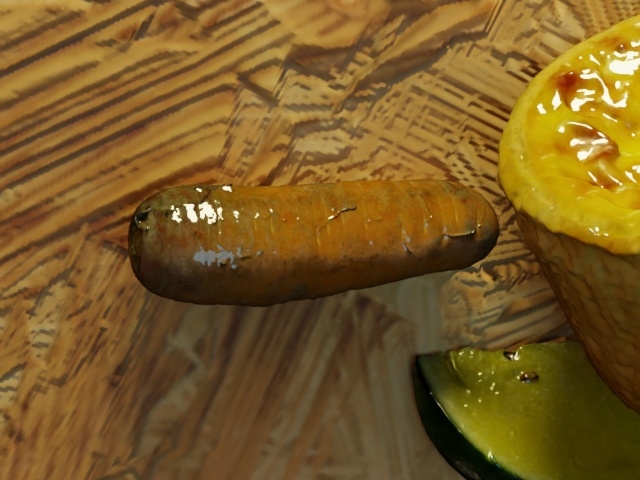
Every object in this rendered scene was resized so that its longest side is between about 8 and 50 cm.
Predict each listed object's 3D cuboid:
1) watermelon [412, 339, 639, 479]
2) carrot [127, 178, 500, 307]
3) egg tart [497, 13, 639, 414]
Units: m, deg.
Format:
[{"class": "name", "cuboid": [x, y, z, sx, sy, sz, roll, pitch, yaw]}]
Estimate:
[{"class": "watermelon", "cuboid": [0.140, 0.102, 0.959, 0.181, 0.075, 0.092, -1, 103, -19]}, {"class": "carrot", "cuboid": [0.000, 0.000, 0.882, 0.186, 0.060, 0.060, -2, 108, -22]}, {"class": "egg tart", "cuboid": [0.196, -0.008, 0.891, 0.202, 0.202, 0.147, -29, 127, -10]}]
